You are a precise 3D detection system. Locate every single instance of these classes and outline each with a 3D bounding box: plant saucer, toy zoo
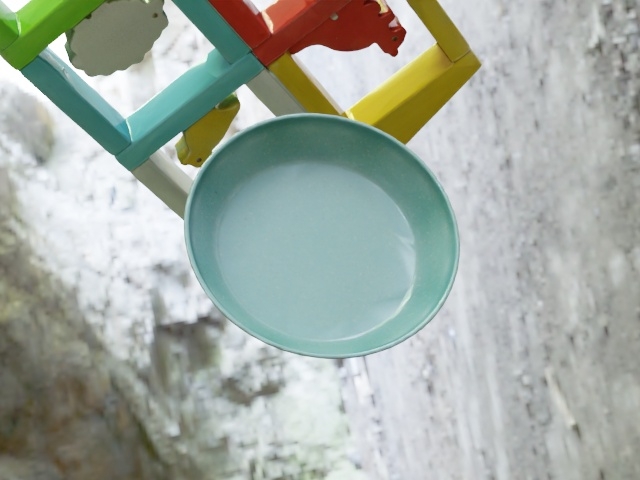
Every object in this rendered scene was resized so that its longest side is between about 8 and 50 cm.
[{"bbox_3d":[0.000,0.000,0.531,0.021,0.119,0.119,109,150,-61],"label":"plant saucer"},{"bbox_3d":[-0.040,-0.106,0.660,0.293,0.192,0.030,44,-167,-40],"label":"toy zoo"}]
